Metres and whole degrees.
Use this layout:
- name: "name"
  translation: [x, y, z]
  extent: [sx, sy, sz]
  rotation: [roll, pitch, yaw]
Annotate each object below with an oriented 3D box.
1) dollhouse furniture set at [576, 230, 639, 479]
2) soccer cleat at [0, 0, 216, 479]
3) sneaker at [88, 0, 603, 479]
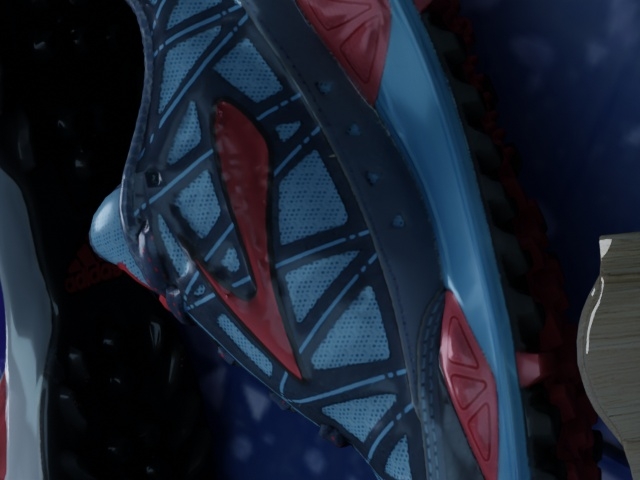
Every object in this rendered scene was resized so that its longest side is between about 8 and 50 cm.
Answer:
- name: "dollhouse furniture set"
  translation: [0.101, -0.030, 0.318]
  extent: [0.101, 0.182, 0.161]
  rotation: [-7, 93, 34]
- name: "soccer cleat"
  translation: [-0.113, -0.018, 0.504]
  extent: [0.116, 0.108, 0.318]
  rotation: [1, 103, 34]
- name: "sneaker"
  translation: [0.000, 0.000, 0.428]
  extent: [0.125, 0.104, 0.262]
  rotation: [-21, 75, 16]
